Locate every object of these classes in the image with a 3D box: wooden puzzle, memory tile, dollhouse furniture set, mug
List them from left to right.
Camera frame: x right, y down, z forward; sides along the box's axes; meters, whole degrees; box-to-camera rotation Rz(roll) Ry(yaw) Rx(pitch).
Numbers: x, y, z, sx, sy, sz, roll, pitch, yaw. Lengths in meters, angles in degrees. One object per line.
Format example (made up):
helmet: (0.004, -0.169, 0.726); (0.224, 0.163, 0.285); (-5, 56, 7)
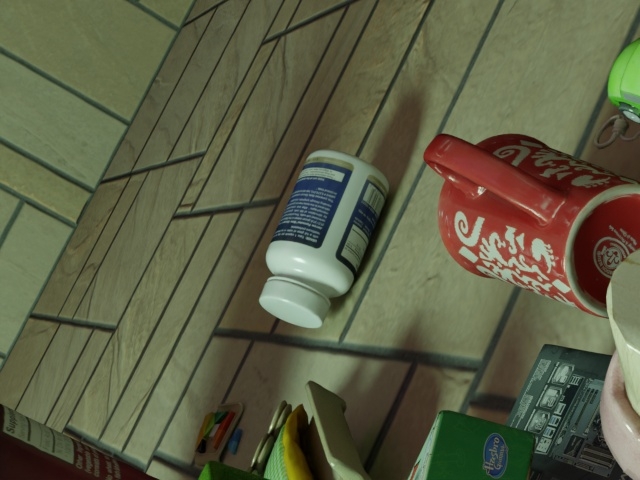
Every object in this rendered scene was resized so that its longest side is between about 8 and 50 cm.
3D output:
wooden puzzle: (-0.114, 0.213, 1.438); (0.116, 0.014, 0.078); (-28, 37, 56)
dollhouse furniture set: (-0.058, 0.240, 0.999); (0.301, 0.151, 0.197); (-114, 45, -67)
memory tile: (-0.056, 0.222, 1.172); (0.148, 0.012, 0.113); (101, -166, -49)
mug: (0.152, -0.009, 0.914); (0.169, 0.150, 0.113); (-148, 64, -66)

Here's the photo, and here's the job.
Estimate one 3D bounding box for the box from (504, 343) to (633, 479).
box: (0.147, 0.181, 0.765); (0.232, 0.059, 0.183); (-64, 17, -9)

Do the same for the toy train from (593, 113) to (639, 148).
toy train: (0.267, -0.129, 0.942); (0.166, 0.046, 0.125); (-62, 18, -15)

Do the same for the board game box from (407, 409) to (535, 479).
board game box: (0.030, 0.241, 0.632); (0.317, 0.046, 0.213); (101, -174, -59)

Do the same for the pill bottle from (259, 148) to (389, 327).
pill bottle: (0.000, 0.000, 1.337); (0.094, 0.094, 0.169); (-20, 43, 61)

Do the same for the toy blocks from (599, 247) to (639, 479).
toy blocks: (0.215, 0.195, 0.425); (0.309, 0.260, 0.288); (13, 70, 23)

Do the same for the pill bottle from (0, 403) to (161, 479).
pill bottle: (-0.291, 0.279, 1.209); (0.224, 0.392, 0.224); (-49, 22, 28)

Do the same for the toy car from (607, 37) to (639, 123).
toy car: (0.255, -0.089, 0.810); (0.225, 0.053, 0.239); (30, 89, 53)
